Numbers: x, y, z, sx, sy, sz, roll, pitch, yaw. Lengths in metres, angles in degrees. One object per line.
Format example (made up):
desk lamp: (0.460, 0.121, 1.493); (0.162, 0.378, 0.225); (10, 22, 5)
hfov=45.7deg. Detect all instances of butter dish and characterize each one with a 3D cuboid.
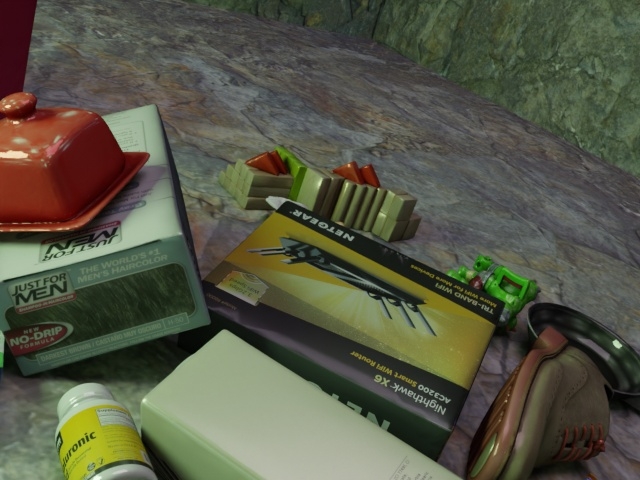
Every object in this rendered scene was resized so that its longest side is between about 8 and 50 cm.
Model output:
butter dish: (-0.274, -0.086, 0.735); (0.160, 0.118, 0.160); (-1, 33, 18)

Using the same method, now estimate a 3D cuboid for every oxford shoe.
oxford shoe: (0.265, 0.196, 0.851); (0.130, 0.122, 0.348); (34, 27, 18)

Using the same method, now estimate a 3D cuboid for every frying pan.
frying pan: (0.437, 0.193, 1.083); (0.326, 0.053, 0.197); (31, 27, 11)

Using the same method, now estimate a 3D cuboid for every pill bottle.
pill bottle: (-0.178, 0.170, 0.615); (0.065, 0.065, 0.116); (4, 27, -33)

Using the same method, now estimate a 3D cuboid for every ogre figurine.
ogre figurine: (0.248, 0.079, 1.131); (0.118, 0.096, 0.197); (20, 8, 31)

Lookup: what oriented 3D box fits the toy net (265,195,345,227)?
toy net: (0.000, 0.000, 1.175); (0.232, 0.045, 0.122); (27, 26, 21)

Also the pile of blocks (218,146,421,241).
pile of blocks: (0.013, -0.102, 1.320); (0.363, 0.112, 0.149); (13, 24, -17)

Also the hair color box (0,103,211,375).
hair color box: (-0.247, -0.026, 0.852); (0.186, 0.113, 0.374); (-15, 31, -7)

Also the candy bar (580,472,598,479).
candy bar: (0.248, 0.272, 0.794); (0.162, 0.018, 0.040); (1, 29, -36)

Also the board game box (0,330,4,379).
board game box: (-0.374, 0.067, 0.724); (0.136, 0.035, 0.201); (8, 26, -26)

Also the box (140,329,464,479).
box: (-0.011, 0.197, 0.623); (0.275, 0.094, 0.113); (29, 43, 22)

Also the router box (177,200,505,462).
router box: (0.032, 0.095, 0.873); (0.309, 0.081, 0.243); (25, 36, 12)

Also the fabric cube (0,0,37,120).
fabric cube: (-0.605, -0.323, 1.127); (0.254, 0.258, 0.259); (22, 23, 2)
